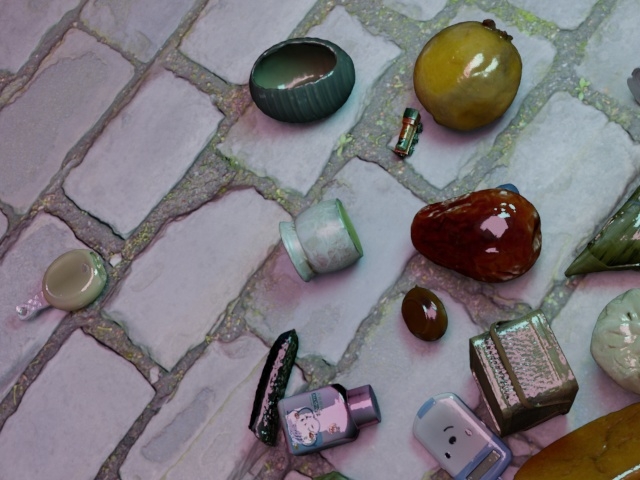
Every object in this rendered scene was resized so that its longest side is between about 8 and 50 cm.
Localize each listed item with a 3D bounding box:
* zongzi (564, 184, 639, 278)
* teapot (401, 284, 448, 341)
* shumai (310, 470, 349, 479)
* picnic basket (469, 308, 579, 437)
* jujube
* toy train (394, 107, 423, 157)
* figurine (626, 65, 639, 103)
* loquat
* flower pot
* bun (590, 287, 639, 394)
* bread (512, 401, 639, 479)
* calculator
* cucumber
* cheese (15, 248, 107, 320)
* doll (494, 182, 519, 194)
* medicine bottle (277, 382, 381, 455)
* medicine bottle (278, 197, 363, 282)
[{"bbox_3d":[0.645,0.038,1.659,0.274,0.125,0.251,-46,60,-1],"label":"zongzi"},{"bbox_3d":[0.216,0.145,1.769,0.129,0.078,0.098,53,131,36],"label":"teapot"},{"bbox_3d":[0.037,0.635,1.606,0.288,0.292,0.330,38,96,-16],"label":"shumai"},{"bbox_3d":[0.364,0.247,1.591,0.139,0.266,0.165,-22,66,1],"label":"picnic basket"},{"bbox_3d":[0.312,-0.012,1.742,0.255,0.190,0.190,8,74,33],"label":"jujube"},{"bbox_3d":[0.191,-0.233,1.900,0.044,0.064,0.103,17,77,18],"label":"toy train"},{"bbox_3d":[0.747,-0.420,1.748,0.284,0.206,0.315,42,82,12],"label":"figurine"},{"bbox_3d":[0.310,-0.349,1.841,0.238,0.193,0.238,-13,69,36],"label":"loquat"},{"bbox_3d":[-0.041,-0.358,1.955,0.243,0.157,0.189,-4,73,13],"label":"flower pot"},{"bbox_3d":[0.612,0.175,1.589,0.231,0.133,0.231,-4,49,5],"label":"bun"},{"bbox_3d":[0.510,0.419,1.521,0.389,0.236,0.183,-23,88,-8],"label":"bread"},{"bbox_3d":[0.274,0.391,1.677,0.121,0.039,0.210,-48,67,10],"label":"calculator"},{"bbox_3d":[-0.098,0.299,1.807,0.067,0.067,0.245,8,72,17],"label":"cucumber"},{"bbox_3d":[-0.601,0.113,2.001,0.227,0.064,0.137,-32,66,4],"label":"cheese"},{"bbox_3d":[0.376,-0.081,1.811,0.083,0.050,0.076,-20,73,6],"label":"doll"},{"bbox_3d":[0.021,0.350,1.737,0.188,0.094,0.119,-18,70,9],"label":"medicine bottle"},{"bbox_3d":[0.000,0.000,1.831,0.143,0.147,0.147,-24,68,10],"label":"medicine bottle"}]
